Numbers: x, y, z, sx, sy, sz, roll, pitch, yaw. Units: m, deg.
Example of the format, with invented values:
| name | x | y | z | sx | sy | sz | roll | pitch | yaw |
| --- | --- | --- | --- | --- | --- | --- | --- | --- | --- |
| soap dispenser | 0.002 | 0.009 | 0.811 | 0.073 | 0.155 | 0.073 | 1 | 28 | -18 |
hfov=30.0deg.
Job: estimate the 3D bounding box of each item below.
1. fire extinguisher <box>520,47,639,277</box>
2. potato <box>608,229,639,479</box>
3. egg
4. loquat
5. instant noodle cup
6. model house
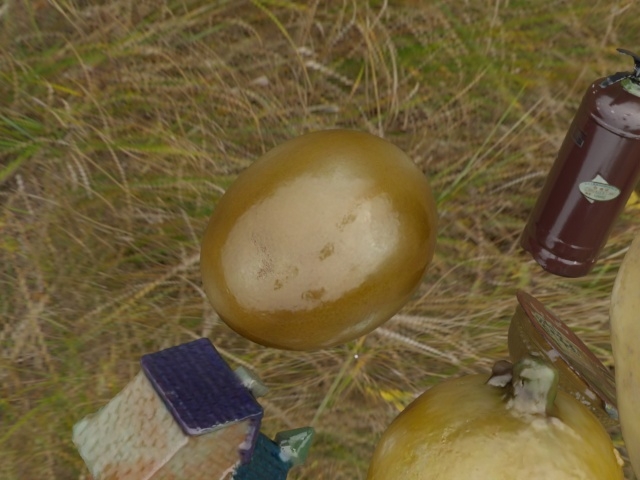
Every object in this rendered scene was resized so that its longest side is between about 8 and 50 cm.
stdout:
| name | x | y | z | sx | sy | sz | roll | pitch | yaw |
| --- | --- | --- | --- | --- | --- | --- | --- | --- | --- |
| fire extinguisher | 0.369 | -0.109 | 1.589 | 0.135 | 0.337 | 0.114 | -12 | 45 | -37 |
| potato | 0.272 | 0.058 | 0.773 | 0.161 | 0.128 | 0.234 | -12 | 70 | 36 |
| egg | 0.000 | 0.000 | 1.610 | 0.351 | 0.282 | 0.282 | -30 | 83 | -31 |
| loquat | 0.228 | 0.297 | 1.497 | 0.328 | 0.328 | 0.359 | 16 | 116 | 3 |
| instant noodle cup | 0.362 | 0.202 | 1.812 | 0.274 | 0.274 | 0.091 | 46 | 104 | 5 |
| model house | -0.180 | 0.325 | 1.924 | 0.280 | 0.312 | 0.245 | -47 | 44 | 2 |
